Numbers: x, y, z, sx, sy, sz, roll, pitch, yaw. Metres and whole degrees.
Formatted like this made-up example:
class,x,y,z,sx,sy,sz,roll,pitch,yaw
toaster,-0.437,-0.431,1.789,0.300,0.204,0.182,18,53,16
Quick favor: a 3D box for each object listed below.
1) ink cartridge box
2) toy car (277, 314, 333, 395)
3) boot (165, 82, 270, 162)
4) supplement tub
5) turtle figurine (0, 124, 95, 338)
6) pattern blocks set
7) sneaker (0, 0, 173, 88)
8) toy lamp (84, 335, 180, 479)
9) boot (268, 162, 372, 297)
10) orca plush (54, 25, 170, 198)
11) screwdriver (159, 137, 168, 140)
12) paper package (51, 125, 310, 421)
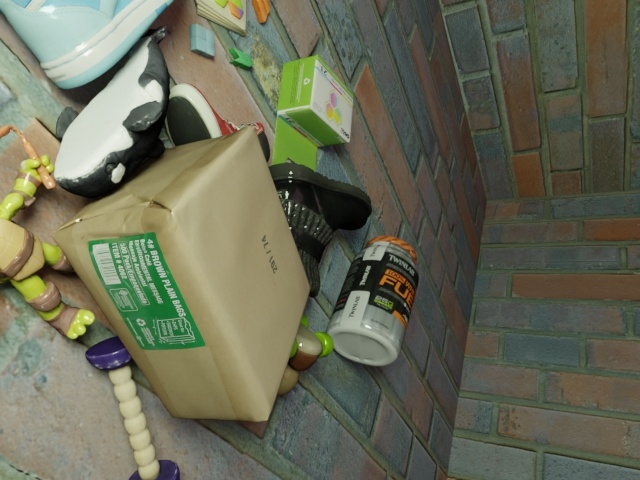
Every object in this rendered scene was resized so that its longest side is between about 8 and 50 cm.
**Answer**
class,x,y,z,sx,sy,sz,roll,pitch,yaw
ink cartridge box,-0.012,-0.257,1.082,0.188,0.096,0.256,25,66,-57
toy car,-0.092,0.245,0.932,0.155,0.148,0.189,18,102,-55
boot,-0.168,-0.196,0.828,0.244,0.088,0.176,67,35,-45
supplement tub,0.149,0.151,1.243,0.194,0.193,0.316,60,40,-39
turtle figurine,-0.338,0.029,0.513,0.217,0.087,0.270,62,22,-53
pattern blocks set,-0.182,-0.494,0.872,0.285,0.026,0.325,-23,109,-58
sneaker,-0.291,-0.369,0.583,0.208,0.127,0.319,55,43,-45
toy lamp,-0.255,0.271,0.660,0.080,0.080,0.275,-27,111,-57
boot,-0.004,0.001,1.043,0.347,0.131,0.260,15,69,-48
orca plush,-0.257,-0.158,0.634,0.102,0.151,0.287,65,12,-52
screwdriver,-0.281,-0.145,0.687,0.170,0.025,0.024,-26,111,-57
paper package,-0.155,0.042,0.683,0.310,0.168,0.325,-73,150,-58
